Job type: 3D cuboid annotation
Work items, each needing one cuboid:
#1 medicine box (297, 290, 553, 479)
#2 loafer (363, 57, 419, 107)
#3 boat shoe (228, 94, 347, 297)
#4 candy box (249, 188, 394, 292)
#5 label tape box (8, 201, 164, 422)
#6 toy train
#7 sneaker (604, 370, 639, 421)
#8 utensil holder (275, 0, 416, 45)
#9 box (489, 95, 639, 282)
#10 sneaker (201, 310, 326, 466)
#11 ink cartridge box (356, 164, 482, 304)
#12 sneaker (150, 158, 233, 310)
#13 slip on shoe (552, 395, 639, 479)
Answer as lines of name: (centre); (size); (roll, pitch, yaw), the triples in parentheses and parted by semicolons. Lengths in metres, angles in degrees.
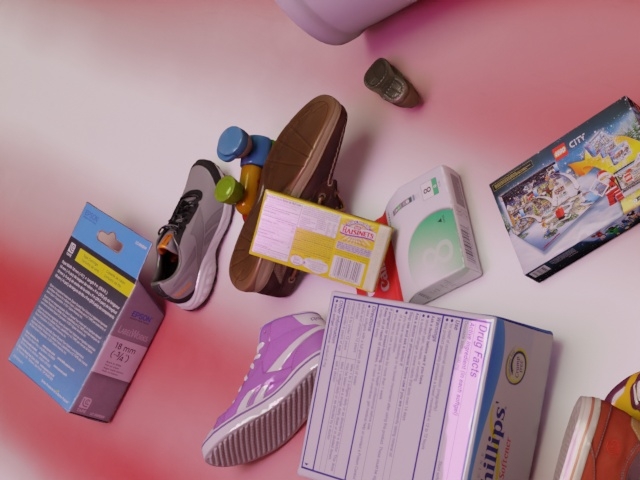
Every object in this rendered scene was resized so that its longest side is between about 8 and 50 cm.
medicine box: (0.138, 0.222, 1.630); (0.289, 0.149, 0.263); (7, 84, 42)
loafer: (0.114, -0.247, 1.939); (0.056, 0.050, 0.148); (-47, 32, 12)
boat shoe: (-0.026, -0.064, 1.935); (0.123, 0.123, 0.342); (32, 101, 57)
candy box: (0.000, 0.000, 1.837); (0.206, 0.027, 0.105); (18, 97, 13)
label tape box: (-0.407, 0.129, 2.203); (0.241, 0.106, 0.333); (28, 91, 44)
toy train: (-0.118, -0.059, 1.997); (0.105, 0.143, 0.248); (-7, 68, 40)
sneaker: (0.415, 0.173, 1.466); (0.185, 0.084, 0.069); (-30, 55, 29)
utensil holder: (0.114, -0.529, 1.866); (0.385, 0.328, 0.327); (-22, 59, 32)
box: (0.357, -0.068, 1.647); (0.233, 0.044, 0.159); (-34, 53, 27)
sneaker: (-0.085, 0.226, 1.890); (0.282, 0.102, 0.161); (-39, 46, 9)
ink cartridge box: (0.125, 0.013, 1.816); (0.225, 0.056, 0.181); (-28, 56, 29)
sneaker: (-0.228, -0.019, 2.107); (0.100, 0.108, 0.271); (-6, 67, 42)
slip on shoe: (0.319, 0.357, 1.461); (0.101, 0.123, 0.331); (16, 90, 7)
